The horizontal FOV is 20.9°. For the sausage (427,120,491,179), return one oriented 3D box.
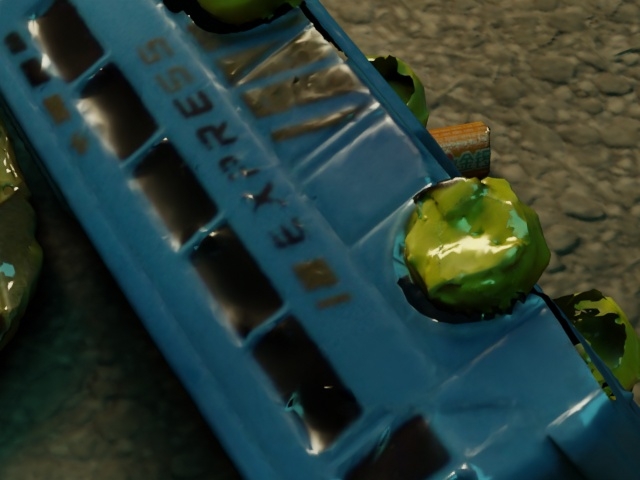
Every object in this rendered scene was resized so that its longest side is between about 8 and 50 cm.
[{"bbox_3d":[0.035,-0.038,0.891,0.107,0.031,0.031,-11,49,-12],"label":"sausage"}]

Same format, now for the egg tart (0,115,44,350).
[{"bbox_3d":[-0.293,-0.027,0.803,0.341,0.132,0.341,2,49,-2],"label":"egg tart"}]

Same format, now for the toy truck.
[{"bbox_3d":[0.000,0.000,0.760,0.162,0.161,0.385,-41,55,5],"label":"toy truck"}]
